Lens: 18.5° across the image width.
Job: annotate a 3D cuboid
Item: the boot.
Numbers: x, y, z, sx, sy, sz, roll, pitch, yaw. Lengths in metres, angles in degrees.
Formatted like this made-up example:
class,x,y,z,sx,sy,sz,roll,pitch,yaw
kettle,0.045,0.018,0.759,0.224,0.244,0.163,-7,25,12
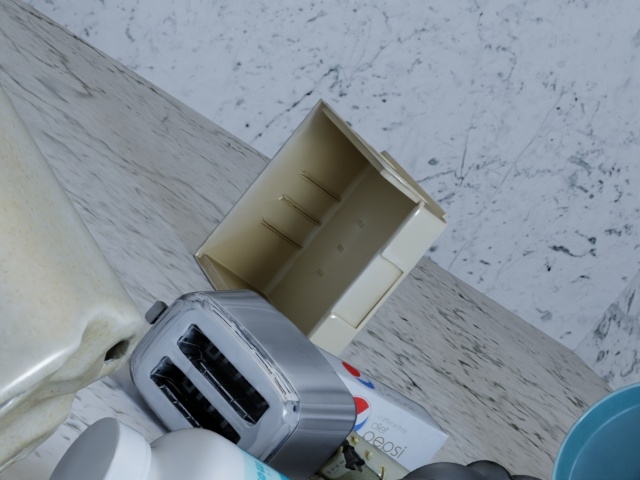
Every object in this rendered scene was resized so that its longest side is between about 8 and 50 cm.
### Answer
class,x,y,z,sx,sy,sz,roll,pitch,yaw
boot,0.065,0.251,1.887,0.165,0.077,0.213,43,-2,-35

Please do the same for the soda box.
class,x,y,z,sx,sy,sz,roll,pitch,yaw
soda box,0.041,0.191,2.199,0.216,0.074,0.069,32,10,-39

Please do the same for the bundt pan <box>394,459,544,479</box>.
class,x,y,z,sx,sy,sz,roll,pitch,yaw
bundt pan,0.156,0.298,1.554,0.330,0.124,0.331,24,29,-14

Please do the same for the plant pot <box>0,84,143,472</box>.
class,x,y,z,sx,sy,sz,roll,pitch,yaw
plant pot,-0.278,0.003,1.132,0.305,0.334,0.334,51,10,7

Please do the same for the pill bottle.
class,x,y,z,sx,sy,sz,roll,pitch,yaw
pill bottle,-0.058,0.221,1.315,0.264,0.146,0.146,35,8,-23

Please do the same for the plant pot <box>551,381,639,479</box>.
class,x,y,z,sx,sy,sz,roll,pitch,yaw
plant pot,0.469,0.358,2.567,0.271,0.271,0.255,44,-4,39

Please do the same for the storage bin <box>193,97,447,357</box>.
class,x,y,z,sx,sy,sz,roll,pitch,yaw
storage bin,0.000,0.000,2.432,0.123,0.262,0.260,36,8,-29

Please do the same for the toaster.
class,x,y,z,sx,sy,sz,roll,pitch,yaw
toaster,-0.070,0.141,1.807,0.227,0.129,0.146,47,14,21
